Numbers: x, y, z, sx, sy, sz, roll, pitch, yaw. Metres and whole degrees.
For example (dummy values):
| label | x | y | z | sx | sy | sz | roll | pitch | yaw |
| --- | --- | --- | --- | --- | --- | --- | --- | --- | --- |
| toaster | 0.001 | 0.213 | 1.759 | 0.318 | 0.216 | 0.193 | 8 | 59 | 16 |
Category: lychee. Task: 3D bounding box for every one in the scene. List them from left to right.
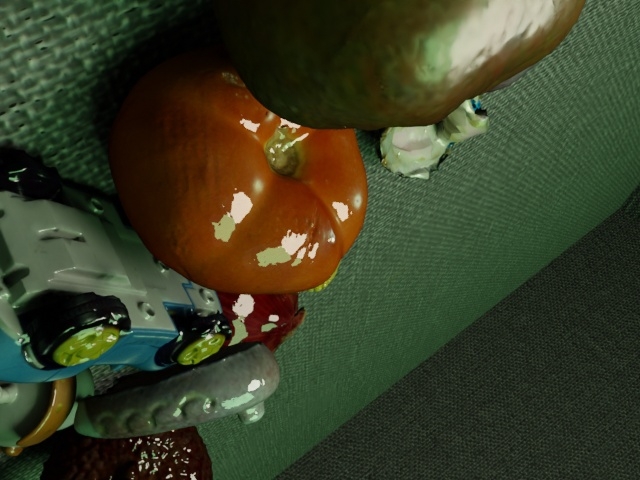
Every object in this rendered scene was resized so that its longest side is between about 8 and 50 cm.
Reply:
| label | x | y | z | sx | sy | sz | roll | pitch | yaw |
| --- | --- | --- | --- | --- | --- | --- | --- | --- | --- |
| lychee | -0.291 | 0.367 | 0.985 | 0.260 | 0.260 | 0.260 | -34 | 156 | -17 |

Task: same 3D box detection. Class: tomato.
| label | x | y | z | sx | sy | sz | roll | pitch | yaw |
| --- | --- | --- | --- | --- | --- | --- | --- | --- | --- |
| tomato | -0.076 | -0.060 | 0.625 | 0.260 | 0.260 | 0.180 | -19 | -179 | -42 |

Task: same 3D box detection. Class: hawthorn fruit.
| label | x | y | z | sx | sy | sz | roll | pitch | yaw |
| --- | --- | --- | --- | --- | --- | --- | --- | --- | --- |
| hawthorn fruit | 0.039 | -0.231 | 0.454 | 0.267 | 0.301 | 0.268 | -24 | -160 | 9 |

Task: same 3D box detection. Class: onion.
| label | x | y | z | sx | sy | sz | roll | pitch | yaw |
| --- | --- | --- | --- | --- | --- | --- | --- | --- | --- |
| onion | -0.119 | 0.100 | 0.894 | 0.248 | 0.161 | 0.248 | -31 | 145 | -25 |

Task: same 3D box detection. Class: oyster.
| label | x | y | z | sx | sy | sz | roll | pitch | yaw |
| --- | --- | --- | --- | --- | --- | --- | --- | --- | --- |
| oyster | 0.168 | -0.183 | 0.962 | 0.198 | 0.092 | 0.259 | -50 | 147 | 18 |

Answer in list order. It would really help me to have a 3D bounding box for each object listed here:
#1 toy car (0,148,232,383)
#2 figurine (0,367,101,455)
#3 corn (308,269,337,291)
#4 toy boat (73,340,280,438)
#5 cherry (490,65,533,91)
| label | x | y | z | sx | sy | sz | roll | pitch | yaw |
| --- | --- | --- | --- | --- | --- | --- | --- | --- | --- |
| toy car | -0.225 | 0.051 | 0.623 | 0.166 | 0.198 | 0.314 | -38 | 159 | 13 |
| figurine | -0.333 | 0.179 | 0.744 | 0.143 | 0.143 | 0.271 | -34 | 154 | -18 |
| corn | 0.000 | 0.000 | 1.020 | 0.081 | 0.081 | 0.248 | -30 | 155 | -26 |
| toy boat | -0.151 | 0.179 | 0.727 | 0.227 | 0.085 | 0.155 | -17 | 177 | 10 |
| cherry | 0.174 | -0.266 | 0.688 | 0.266 | 0.183 | 0.213 | -5 | 128 | -49 |
